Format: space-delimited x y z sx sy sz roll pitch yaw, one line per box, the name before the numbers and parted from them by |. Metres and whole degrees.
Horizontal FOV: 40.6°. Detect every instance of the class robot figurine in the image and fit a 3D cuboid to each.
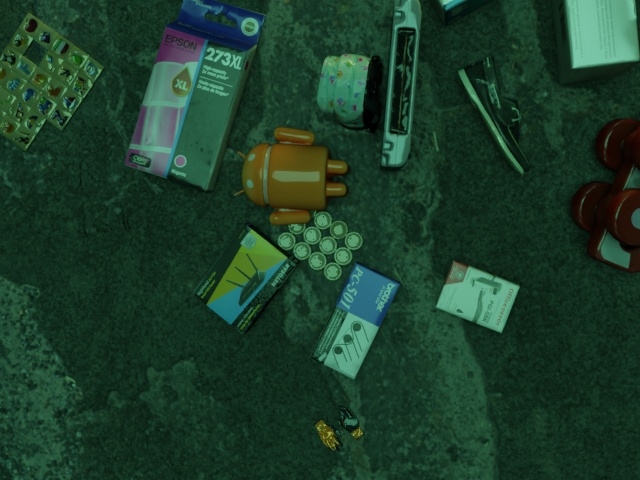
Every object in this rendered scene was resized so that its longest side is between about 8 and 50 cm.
robot figurine | -0.055 -0.120 1.654 0.219 0.128 0.158 4 130 6

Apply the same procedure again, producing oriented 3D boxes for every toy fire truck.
toy fire truck | 0.622 -0.080 1.571 0.253 0.169 0.302 20 95 -13

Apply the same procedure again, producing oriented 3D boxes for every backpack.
backpack | 0.056 -0.278 1.610 0.115 0.182 0.152 1 92 7

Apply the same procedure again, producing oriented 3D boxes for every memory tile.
memory tile | 0.000 0.000 1.708 0.148 0.012 0.113 33 95 5

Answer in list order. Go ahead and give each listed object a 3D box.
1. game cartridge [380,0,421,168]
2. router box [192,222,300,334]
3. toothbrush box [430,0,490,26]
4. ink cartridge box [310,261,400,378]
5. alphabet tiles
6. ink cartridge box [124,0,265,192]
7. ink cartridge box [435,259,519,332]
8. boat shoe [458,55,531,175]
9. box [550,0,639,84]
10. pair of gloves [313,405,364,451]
game cartridge | 0.146 -0.278 1.591 0.062 0.198 0.297 5 93 7
router box | -0.146 0.074 1.705 0.133 0.046 0.179 38 99 5
toothbrush box | 0.310 -0.573 1.601 0.295 0.126 0.216 -29 87 7
ink cartridge box | 0.068 0.154 1.687 0.097 0.046 0.207 25 94 5
alphabet tiles | -0.584 -0.312 1.771 0.198 0.009 0.237 36 95 4
ink cartridge box | -0.246 -0.296 1.708 0.175 0.069 0.371 18 91 6
ink cartridge box | 0.299 0.106 1.653 0.135 0.056 0.099 21 93 6
boat shoe | 0.342 -0.233 1.627 0.079 0.084 0.233 -26 85 7
box | 0.490 -0.388 1.557 0.119 0.182 0.181 -6 90 9
pair of gloves | 0.037 0.373 1.713 0.083 0.010 0.074 -34 87 5
